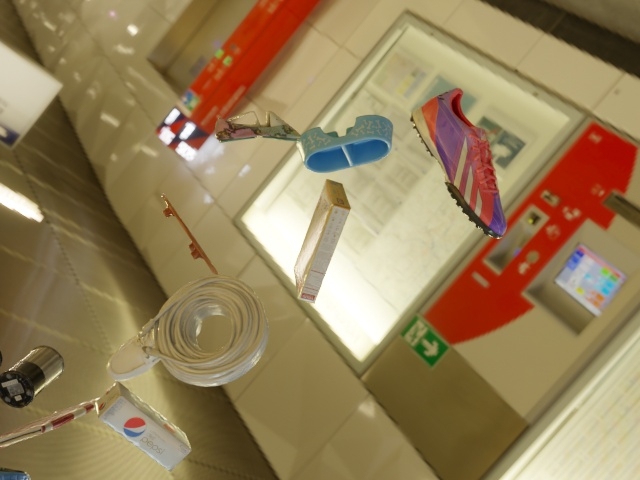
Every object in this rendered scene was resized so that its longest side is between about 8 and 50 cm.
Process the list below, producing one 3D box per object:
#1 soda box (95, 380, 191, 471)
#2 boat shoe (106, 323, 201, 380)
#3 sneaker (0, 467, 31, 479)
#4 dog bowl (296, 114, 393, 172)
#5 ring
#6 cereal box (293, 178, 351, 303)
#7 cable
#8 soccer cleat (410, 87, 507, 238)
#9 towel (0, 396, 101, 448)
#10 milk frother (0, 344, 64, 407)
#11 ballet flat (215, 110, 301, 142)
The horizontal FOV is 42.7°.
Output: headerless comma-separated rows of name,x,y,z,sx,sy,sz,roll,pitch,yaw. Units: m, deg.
soda box,-0.378,0.399,1.757,0.216,0.069,0.074,47,177,-26
boat shoe,-0.443,0.270,2.169,0.098,0.277,0.096,53,162,9
sneaker,-0.750,0.537,1.886,0.188,0.067,0.078,29,-173,-45
dog bowl,0.077,-0.281,2.443,0.166,0.297,0.074,58,-159,-60
ring,-0.325,0.024,2.134,0.337,0.032,0.336,55,173,11
cereal box,0.000,0.000,1.844,0.047,0.240,0.173,15,-159,-12
cable,-0.243,0.204,1.835,0.257,0.257,0.089,31,161,22
soccer cleat,0.298,-0.155,1.626,0.108,0.116,0.318,6,-127,-60
towel,-0.713,0.486,2.180,0.329,0.237,0.037,-13,-98,-68
milk frother,-0.631,0.256,1.718,0.129,0.143,0.135,0,-164,9
ballet flat,-0.156,-0.287,2.066,0.221,0.079,0.077,-3,-169,-15
